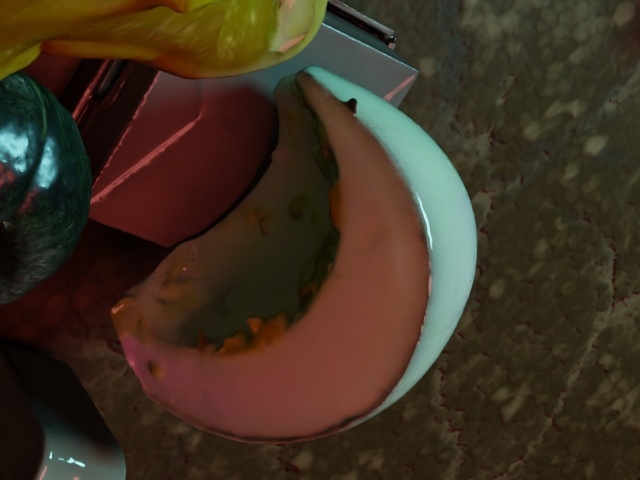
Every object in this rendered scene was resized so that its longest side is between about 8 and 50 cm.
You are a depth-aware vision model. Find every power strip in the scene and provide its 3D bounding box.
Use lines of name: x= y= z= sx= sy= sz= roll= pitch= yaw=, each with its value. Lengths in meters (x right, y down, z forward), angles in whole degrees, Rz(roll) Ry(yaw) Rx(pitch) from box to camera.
power strip: x=-0.212 y=0.234 z=1.266 sx=0.141 sy=0.261 sz=0.229 roll=22 pitch=106 yaw=-37

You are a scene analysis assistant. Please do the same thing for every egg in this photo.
egg: x=0.011 y=0.016 z=1.203 sx=0.162 sy=0.206 sz=0.271 roll=-23 pitch=147 yaw=-60

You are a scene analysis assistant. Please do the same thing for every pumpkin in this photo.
pumpkin: x=-0.251 y=-0.029 z=1.128 sx=0.212 sy=0.152 sz=0.211 roll=-20 pitch=148 yaw=-13

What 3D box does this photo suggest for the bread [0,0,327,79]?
bread: x=-0.182 y=-0.208 z=0.937 sx=0.361 sy=0.394 sz=0.250 roll=-9 pitch=108 yaw=-23

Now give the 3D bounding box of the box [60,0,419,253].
box: x=-0.065 y=-0.092 z=1.261 sx=0.215 sy=0.086 sz=0.215 roll=22 pitch=106 yaw=-40
